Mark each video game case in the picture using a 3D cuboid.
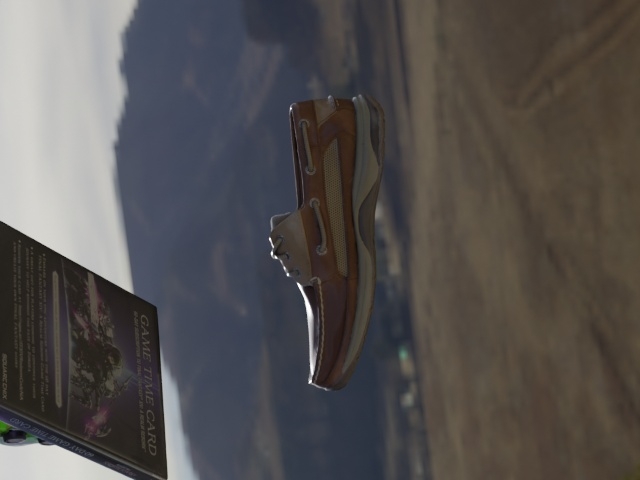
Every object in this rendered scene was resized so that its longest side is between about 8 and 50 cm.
[{"bbox_3d":[-0.242,0.093,1.550,0.274,0.026,0.196,34,-142,-43],"label":"video game case"}]

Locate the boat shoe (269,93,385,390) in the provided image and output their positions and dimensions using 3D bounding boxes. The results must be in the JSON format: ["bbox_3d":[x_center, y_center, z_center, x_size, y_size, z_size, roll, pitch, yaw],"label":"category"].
[{"bbox_3d":[0.000,0.000,1.864,0.123,0.116,0.324,133,141,-79],"label":"boat shoe"}]

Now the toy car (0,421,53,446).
[{"bbox_3d":[-0.332,0.163,1.608,0.053,0.225,0.239,-27,62,39],"label":"toy car"}]
